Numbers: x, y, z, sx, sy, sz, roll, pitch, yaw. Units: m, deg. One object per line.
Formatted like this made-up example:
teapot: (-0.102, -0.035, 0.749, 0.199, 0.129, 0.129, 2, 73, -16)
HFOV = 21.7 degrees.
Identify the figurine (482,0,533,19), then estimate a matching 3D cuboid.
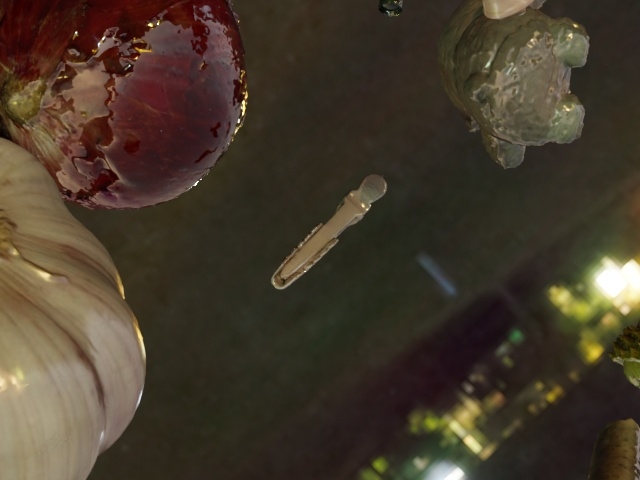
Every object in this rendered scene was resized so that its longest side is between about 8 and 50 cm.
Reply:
figurine: (0.106, -0.316, 1.449, 0.133, 0.276, 0.200, -48, -147, -2)

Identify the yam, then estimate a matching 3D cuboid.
yam: (0.361, 0.315, 2.068, 0.071, 0.067, 0.317, -24, -164, 22)

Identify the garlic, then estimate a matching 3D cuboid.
garlic: (-0.210, 0.084, 0.869, 0.245, 0.245, 0.253, -36, 148, -42)

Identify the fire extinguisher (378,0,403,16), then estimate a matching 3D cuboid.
fire extinguisher: (0.077, -0.273, 1.713, 0.038, 0.025, 0.083, -23, -127, 45)

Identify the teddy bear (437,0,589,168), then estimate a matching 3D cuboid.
teddy bear: (0.220, -0.201, 1.960, 0.267, 0.151, 0.236, -105, -160, -77)

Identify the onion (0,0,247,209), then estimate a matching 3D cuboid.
onion: (-0.199, -0.162, 1.597, 0.276, 0.276, 0.276, -43, 171, -9)

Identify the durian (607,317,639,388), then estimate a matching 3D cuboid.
durian: (0.397, 0.117, 1.773, 0.208, 0.146, 0.102, 6, -99, 58)

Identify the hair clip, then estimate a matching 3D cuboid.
hair clip: (0.000, 0.000, 2.002, 0.226, 0.034, 0.072, -46, 178, -39)
